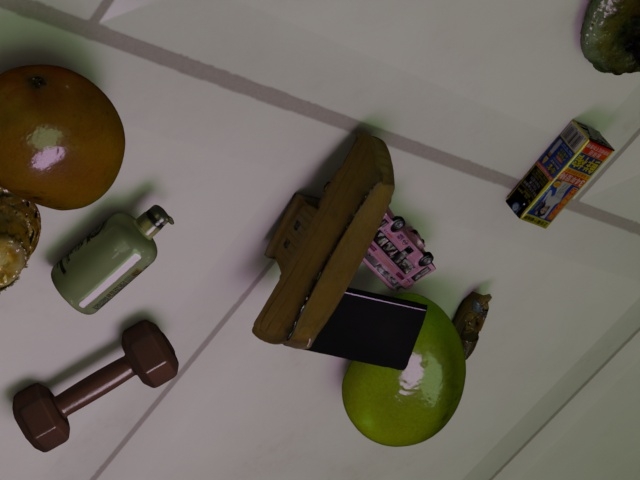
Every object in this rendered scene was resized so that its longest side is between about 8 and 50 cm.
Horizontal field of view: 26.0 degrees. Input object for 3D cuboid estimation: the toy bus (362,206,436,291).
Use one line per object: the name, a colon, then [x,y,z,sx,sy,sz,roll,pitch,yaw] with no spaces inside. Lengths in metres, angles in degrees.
toy bus: [0.095,0.002,2.000,0.090,0.063,0.203,-36,143,8]

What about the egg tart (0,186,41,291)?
egg tart: [-0.405,0.011,1.602,0.191,0.074,0.191,-24,145,-18]

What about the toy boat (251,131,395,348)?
toy boat: [0.000,0.000,1.872,0.089,0.121,0.321,12,111,-46]

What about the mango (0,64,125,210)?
mango: [-0.288,-0.109,1.512,0.151,0.120,0.221,-36,152,8]

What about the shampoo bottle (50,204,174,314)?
shampoo bottle: [-0.254,0.016,1.718,0.162,0.079,0.079,-41,145,10]

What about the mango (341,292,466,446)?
mango: [0.140,0.216,2.195,0.185,0.149,0.273,25,124,-2]

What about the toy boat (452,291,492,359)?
toy boat: [0.250,0.138,2.295,0.047,0.049,0.149,-11,139,-29]

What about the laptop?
laptop: [0.050,0.126,2.062,0.197,0.016,0.135,13,127,-5]

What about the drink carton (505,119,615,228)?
drink carton: [0.361,-0.099,2.099,0.071,0.056,0.166,19,120,-40]

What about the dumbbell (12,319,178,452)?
dumbbell: [-0.306,0.198,1.891,0.231,0.092,0.082,-30,117,-5]

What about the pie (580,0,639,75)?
pie: [0.494,-0.339,1.909,0.323,0.070,0.323,-21,144,-16]
